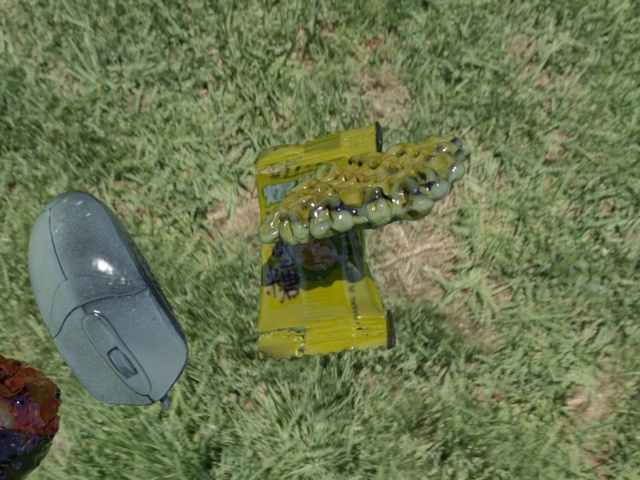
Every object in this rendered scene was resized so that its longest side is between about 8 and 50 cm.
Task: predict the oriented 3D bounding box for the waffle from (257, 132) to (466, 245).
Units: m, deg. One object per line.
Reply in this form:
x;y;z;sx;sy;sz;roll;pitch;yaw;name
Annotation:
0.051;-0.051;0.927;0.224;0.204;0.054;-12;107;26;waffle

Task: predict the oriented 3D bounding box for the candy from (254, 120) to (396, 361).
0.000;0.000;1.098;0.187;0.081;0.297;-9;71;16;candy

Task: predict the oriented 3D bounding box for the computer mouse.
-0.203;0.061;0.791;0.113;0.068;0.229;-29;87;16;computer mouse

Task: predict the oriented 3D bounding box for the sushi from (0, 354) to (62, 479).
-0.526;0.208;1.187;0.343;0.196;0.181;27;93;-5;sushi
